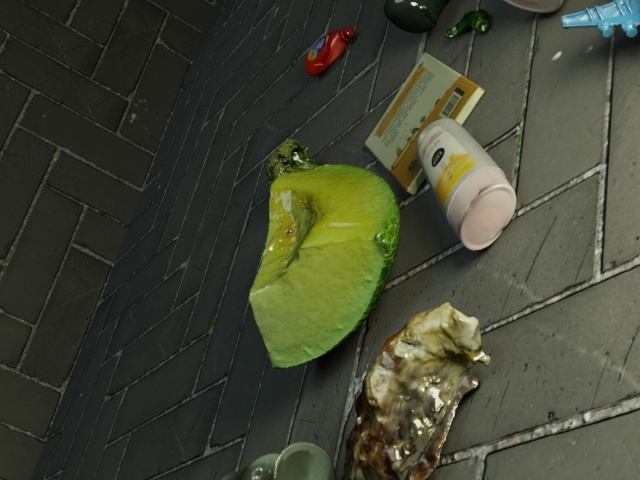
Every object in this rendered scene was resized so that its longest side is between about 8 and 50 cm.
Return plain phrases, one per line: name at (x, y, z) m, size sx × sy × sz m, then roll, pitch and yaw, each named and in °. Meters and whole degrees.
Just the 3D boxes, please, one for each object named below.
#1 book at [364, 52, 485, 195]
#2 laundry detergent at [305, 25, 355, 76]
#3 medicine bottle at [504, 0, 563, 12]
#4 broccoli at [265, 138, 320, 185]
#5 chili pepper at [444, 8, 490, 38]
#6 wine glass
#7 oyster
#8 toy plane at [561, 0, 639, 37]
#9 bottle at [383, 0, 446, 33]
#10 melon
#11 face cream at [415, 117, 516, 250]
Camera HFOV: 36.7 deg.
book at (0.173, -0.213, 1.693) m, size 0.208 × 0.020 × 0.295 m, roll -57°, pitch 22°, yaw 13°
laundry detergent at (0.025, -0.455, 2.290) m, size 0.165 × 0.049 × 0.097 m, roll -28°, pitch 46°, yaw 53°
medicine bottle at (0.351, -0.483, 1.446) m, size 0.255 × 0.152 × 0.152 m, roll -66°, pitch 22°, yaw -8°
broccoli at (-0.056, -0.146, 2.017) m, size 0.120 × 0.131 × 0.130 m, roll 8°, pitch 50°, yaw 27°
chili pepper at (0.261, -0.383, 1.686) m, size 0.055 × 0.035 × 0.118 m, roll -49°, pitch 22°, yaw -14°
wine glass at (-0.074, 0.368, 1.429) m, size 0.231 × 0.103 × 0.103 m, roll -35°, pitch 33°, yaw 55°
oyster at (0.096, 0.226, 1.228) m, size 0.275 × 0.100 × 0.271 m, roll -21°, pitch 60°, yaw 53°
toy plane at (0.411, -0.316, 1.180) m, size 0.254 × 0.105 × 0.271 m, roll -32°, pitch 29°, yaw 27°
bottle at (0.219, -0.557, 1.846) m, size 0.144 × 0.144 × 0.336 m, roll -13°, pitch 53°, yaw 63°
melon at (0.000, 0.000, 1.580) m, size 0.331 × 0.226 × 0.343 m, roll -62°, pitch 4°, yaw 34°
face cream at (0.207, -0.091, 1.399) m, size 0.107 × 0.073 × 0.269 m, roll -61°, pitch 21°, yaw 22°
